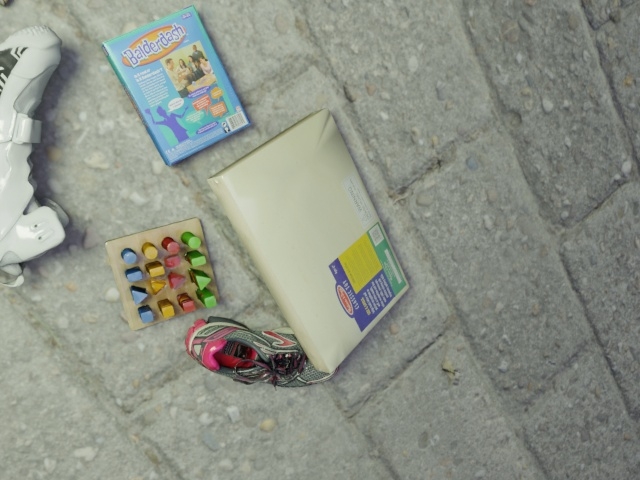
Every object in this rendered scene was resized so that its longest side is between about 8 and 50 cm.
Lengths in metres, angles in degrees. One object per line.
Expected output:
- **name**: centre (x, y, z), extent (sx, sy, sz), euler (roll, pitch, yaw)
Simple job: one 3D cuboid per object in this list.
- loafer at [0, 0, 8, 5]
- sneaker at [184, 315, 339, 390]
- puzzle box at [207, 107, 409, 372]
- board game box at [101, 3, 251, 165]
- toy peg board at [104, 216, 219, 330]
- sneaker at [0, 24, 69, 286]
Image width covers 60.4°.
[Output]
- **loafer**: centre (-0.485, -0.393, 0.772), extent (0.125, 0.045, 0.039), euler (47, 71, -21)
- **sneaker**: centre (-0.096, 0.223, 1.011), extent (0.299, 0.112, 0.121), euler (13, 92, -27)
- **puzzle box**: centre (0.000, 0.000, 1.007), extent (0.272, 0.052, 0.409), euler (-40, 113, -35)
- **board game box**: centre (-0.233, -0.253, 0.907), extent (0.160, 0.047, 0.210), euler (-31, 110, -17)
- **toy peg board**: centre (-0.258, 0.061, 0.928), extent (0.160, 0.079, 0.161), euler (-17, 105, -22)
- **sneaker**: centre (-0.434, -0.111, 0.792), extent (0.210, 0.137, 0.366), euler (36, 87, -26)
